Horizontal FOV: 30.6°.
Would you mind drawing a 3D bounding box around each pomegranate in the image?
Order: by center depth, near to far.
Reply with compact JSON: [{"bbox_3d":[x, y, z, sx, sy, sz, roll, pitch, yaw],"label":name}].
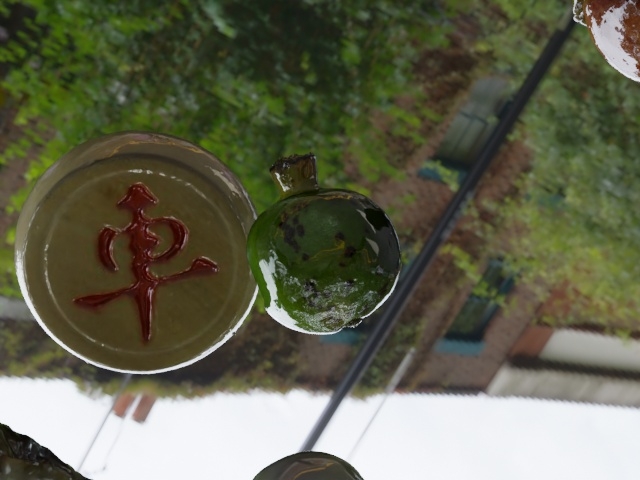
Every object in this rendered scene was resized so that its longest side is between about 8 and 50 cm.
[{"bbox_3d":[0.005,0.004,1.082,0.143,0.169,0.122,-11,-167,-20],"label":"pomegranate"}]

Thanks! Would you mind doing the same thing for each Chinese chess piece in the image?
[{"bbox_3d":[-0.181,0.013,1.183,0.251,0.250,0.097,26,-169,-10],"label":"Chinese chess piece"}]

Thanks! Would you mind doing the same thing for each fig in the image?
[{"bbox_3d":[0.412,-0.292,1.462,0.205,0.205,0.205,26,-160,-10],"label":"fig"}]

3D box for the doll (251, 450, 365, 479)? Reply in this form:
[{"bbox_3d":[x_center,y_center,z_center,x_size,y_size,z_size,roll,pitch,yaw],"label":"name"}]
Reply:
[{"bbox_3d":[-0.001,0.265,0.518,0.235,0.174,0.329,18,-127,-3],"label":"doll"}]

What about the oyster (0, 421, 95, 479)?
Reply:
[{"bbox_3d":[-0.245,0.240,1.020,0.166,0.110,0.341,-10,134,47],"label":"oyster"}]
